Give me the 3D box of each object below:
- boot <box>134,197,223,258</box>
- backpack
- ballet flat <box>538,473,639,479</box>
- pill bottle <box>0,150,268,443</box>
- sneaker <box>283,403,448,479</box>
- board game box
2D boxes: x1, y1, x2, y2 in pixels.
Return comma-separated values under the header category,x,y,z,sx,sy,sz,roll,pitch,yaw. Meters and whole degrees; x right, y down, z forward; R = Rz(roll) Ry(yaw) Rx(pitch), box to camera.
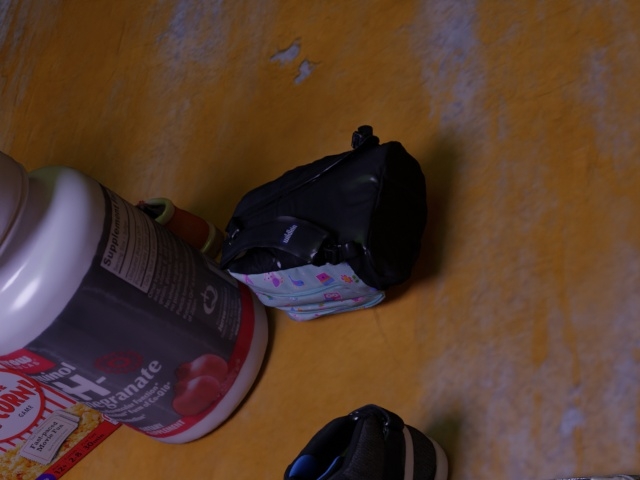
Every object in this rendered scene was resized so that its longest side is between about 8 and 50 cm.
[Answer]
category,x,y,z,sx,sy,sz,roll,pitch,yaw
boot,-0.182,-0.017,1.203,0.158,0.084,0.059,-1,62,46
backpack,0.000,0.000,0.984,0.182,0.115,0.152,-17,38,37
ballet flat,0.175,0.171,0.735,0.114,0.041,0.041,-15,51,37
pill bottle,-0.210,0.044,0.992,0.176,0.318,0.176,-26,45,30
sneaker,0.008,0.220,0.796,0.079,0.121,0.217,-3,59,45
board game box,-0.301,0.158,1.095,0.147,0.193,0.045,-41,39,14
